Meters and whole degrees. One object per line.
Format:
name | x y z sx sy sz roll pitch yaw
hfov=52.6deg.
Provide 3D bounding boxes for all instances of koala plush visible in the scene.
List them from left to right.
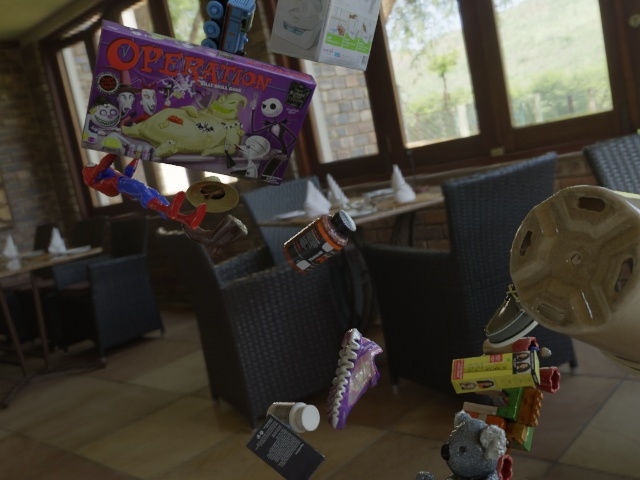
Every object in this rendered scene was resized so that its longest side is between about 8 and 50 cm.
koala plush | 0.323 0.484 1.382 0.203 0.221 0.196 9 -7 -13

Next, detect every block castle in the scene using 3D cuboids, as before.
block castle | 0.597 0.540 1.958 0.212 0.303 0.453 -2 54 40

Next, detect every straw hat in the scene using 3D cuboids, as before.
straw hat | -0.290 -0.142 1.747 0.144 0.061 0.144 -3 -35 -2

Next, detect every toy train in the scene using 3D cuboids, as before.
toy train | -0.219 -0.501 1.530 0.105 0.184 0.080 20 46 -3

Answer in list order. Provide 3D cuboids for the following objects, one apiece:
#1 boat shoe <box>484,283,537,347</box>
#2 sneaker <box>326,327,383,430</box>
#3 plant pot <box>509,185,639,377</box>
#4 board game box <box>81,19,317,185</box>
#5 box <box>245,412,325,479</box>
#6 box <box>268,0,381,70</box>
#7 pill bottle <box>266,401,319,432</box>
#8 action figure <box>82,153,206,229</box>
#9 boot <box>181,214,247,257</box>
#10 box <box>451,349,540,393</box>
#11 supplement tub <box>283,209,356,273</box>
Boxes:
boat shoe | 0.486 0.118 1.499 0.305 0.091 0.109 -44 20 0
sneaker | 0.084 0.330 1.514 0.104 0.236 0.095 20 -19 -8
plant pot | 0.481 0.050 1.032 0.305 0.334 0.333 13 -9 -36
board game box | -0.200 -0.215 1.074 0.346 0.208 0.056 9 29 -22
box | -0.076 0.485 1.480 0.093 0.158 0.156 -52 -14 -16
box | 0.025 -0.493 1.372 0.126 0.231 0.262 19 18 22
pill bottle | -0.072 0.468 1.711 0.137 0.078 0.078 -14 4 44
action figure | -0.308 -0.122 1.125 0.280 0.139 0.091 17 -11 32
boot | -0.210 -0.027 1.286 0.114 0.106 0.037 -37 17 40
box | 0.485 0.365 1.796 0.232 0.058 0.087 -12 33 25
supplement tub | 0.000 0.000 1.759 0.198 0.106 0.106 -36 -3 23
